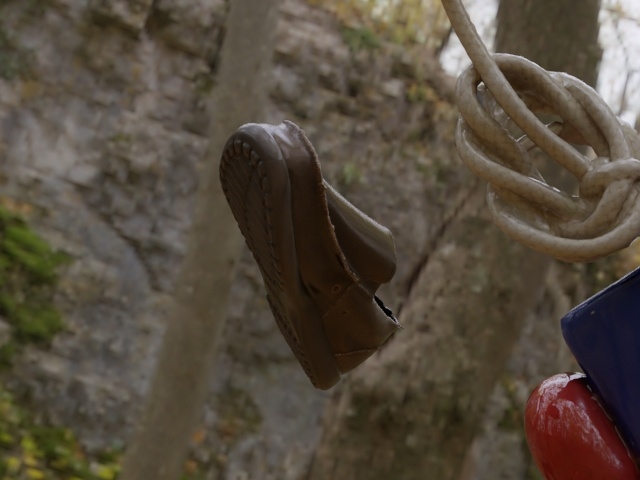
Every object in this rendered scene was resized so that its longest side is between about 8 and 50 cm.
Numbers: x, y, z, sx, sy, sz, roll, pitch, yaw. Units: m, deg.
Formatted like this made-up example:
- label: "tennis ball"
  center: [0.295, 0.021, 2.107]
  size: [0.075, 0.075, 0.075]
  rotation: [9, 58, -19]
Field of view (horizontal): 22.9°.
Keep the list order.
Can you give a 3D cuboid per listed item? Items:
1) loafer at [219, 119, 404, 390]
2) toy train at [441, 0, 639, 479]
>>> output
- label: "loafer"
  center: [0.000, 0.000, 1.537]
  size: [0.130, 0.133, 0.366]
  rotation: [-28, -34, -9]
- label: "toy train"
  center: [0.121, 0.031, 0.426]
  size: [0.105, 0.248, 0.143]
  rotation: [-36, -20, 20]
